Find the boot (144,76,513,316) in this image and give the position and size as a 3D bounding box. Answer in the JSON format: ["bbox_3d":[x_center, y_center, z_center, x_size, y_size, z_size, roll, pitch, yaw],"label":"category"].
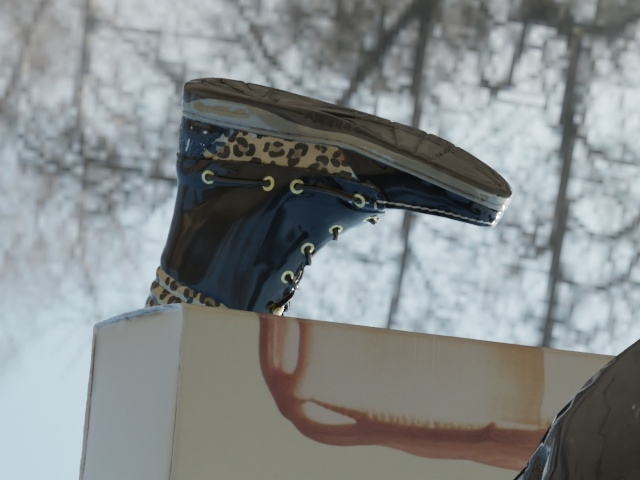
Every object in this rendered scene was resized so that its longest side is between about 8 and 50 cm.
[{"bbox_3d":[-0.001,-0.001,1.290,0.236,0.178,0.085,17,-165,6],"label":"boot"}]

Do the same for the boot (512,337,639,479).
[{"bbox_3d":[0.098,0.159,0.281,0.146,0.367,0.445,48,-138,-12],"label":"boot"}]

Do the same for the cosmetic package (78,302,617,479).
[{"bbox_3d":[0.033,0.116,1.004,0.296,0.129,0.153,8,171,-25],"label":"cosmetic package"}]
